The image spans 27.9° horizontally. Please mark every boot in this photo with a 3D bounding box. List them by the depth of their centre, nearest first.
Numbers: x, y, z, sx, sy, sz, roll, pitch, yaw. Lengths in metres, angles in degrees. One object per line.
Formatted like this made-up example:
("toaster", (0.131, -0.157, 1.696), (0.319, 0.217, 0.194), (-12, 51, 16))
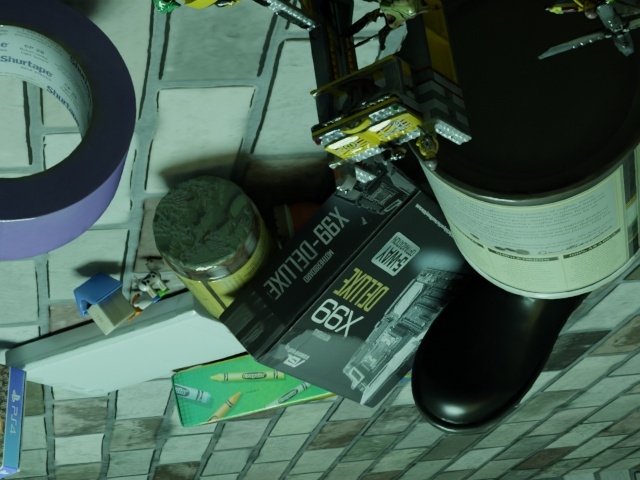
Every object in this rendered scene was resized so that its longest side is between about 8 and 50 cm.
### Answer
("boot", (0.204, 0.036, 1.353), (0.348, 0.131, 0.260), (-53, 161, -7))
("boot", (0.000, 0.000, 1.451), (0.085, 0.059, 0.158), (-14, 158, 0))

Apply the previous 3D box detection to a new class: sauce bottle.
("sauce bottle", (-0.093, 0.036, 1.431), (0.111, 0.111, 0.344), (-10, 159, 4))

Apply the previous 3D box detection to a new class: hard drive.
("hard drive", (-0.242, 0.144, 1.754), (0.308, 0.040, 0.203), (-19, 157, 24))

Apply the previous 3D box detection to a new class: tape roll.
("tape roll", (-0.234, -0.086, 0.950), (0.189, 0.189, 0.080), (-2, 158, -17))

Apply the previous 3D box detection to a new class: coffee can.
("coffee can", (0.186, -0.082, 1.101), (0.202, 0.201, 0.275), (-12, 159, 10))

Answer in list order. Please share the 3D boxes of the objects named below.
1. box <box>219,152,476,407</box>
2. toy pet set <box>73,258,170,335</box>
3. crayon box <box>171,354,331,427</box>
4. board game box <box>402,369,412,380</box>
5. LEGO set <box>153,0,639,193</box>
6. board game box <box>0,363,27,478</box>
("box", (0.058, 0.054, 1.424), (0.242, 0.076, 0.307), (-47, 151, 5))
("toy pet set", (-0.234, 0.057, 1.537), (0.114, 0.065, 0.122), (-37, 179, -32))
("crayon box", (-0.054, 0.198, 1.852), (0.278, 0.081, 0.165), (-14, 172, 11))
("board game box", (0.154, 0.185, 2.030), (0.281, 0.027, 0.145), (-14, 157, 16))
("LEGO set", (0.064, -0.161, 0.860), (0.331, 0.192, 0.255), (-18, 157, 22))
("board game box", (-0.567, 0.229, 1.656), (0.232, 0.141, 0.291), (-26, 145, 38))
